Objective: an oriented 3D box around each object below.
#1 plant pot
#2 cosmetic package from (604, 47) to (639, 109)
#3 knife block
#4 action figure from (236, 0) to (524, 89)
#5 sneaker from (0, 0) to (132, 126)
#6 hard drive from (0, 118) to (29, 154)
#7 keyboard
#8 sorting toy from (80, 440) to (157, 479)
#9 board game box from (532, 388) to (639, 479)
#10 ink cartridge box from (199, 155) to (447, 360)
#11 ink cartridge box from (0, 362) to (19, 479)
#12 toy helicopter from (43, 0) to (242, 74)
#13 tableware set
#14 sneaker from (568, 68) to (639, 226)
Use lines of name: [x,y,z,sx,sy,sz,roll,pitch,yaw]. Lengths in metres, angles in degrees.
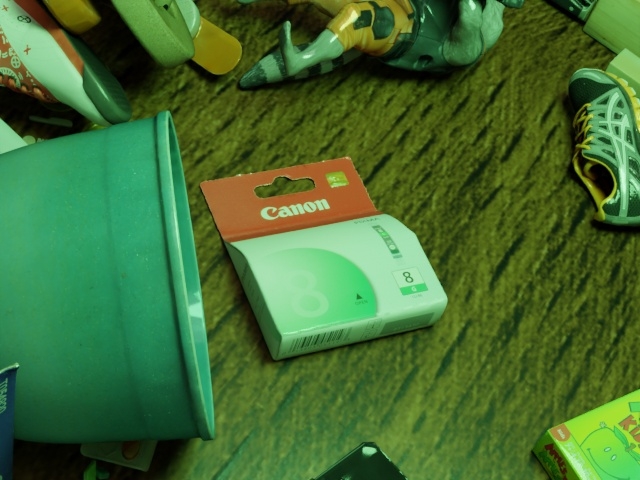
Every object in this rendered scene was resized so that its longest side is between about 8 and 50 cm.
plant pot: [-0.230,0.045,0.979,0.255,0.272,0.272,-8,55,-4]
cosmetic package: [0.389,-0.169,1.434,0.115,0.060,0.041,38,53,15]
knife block: [0.390,-0.282,1.503,0.242,0.088,0.276,2,54,-14]
action figure: [0.059,-0.266,1.390,0.330,0.179,0.341,-1,25,-24]
sneaker: [-0.317,-0.177,1.206,0.145,0.090,0.270,-42,80,4]
hard drive: [-0.440,-0.107,1.124,0.307,0.040,0.203,41,74,16]
keyboard: [0.064,0.265,1.039,0.108,0.023,0.180,-29,65,-39]
sorting toy: [-0.175,0.178,1.040,0.062,0.012,0.083,17,51,-4]
board game box: [0.302,0.196,1.143,0.181,0.043,0.092,-18,60,-27]
ink cartridge box: [0.000,0.000,1.201,0.181,0.056,0.225,-11,59,-23]
ink cartridge box: [-0.300,0.206,0.848,0.224,0.223,0.045,-32,68,-31]
toy helicopter: [-0.201,-0.311,1.302,0.140,0.235,0.355,-32,47,10]
tableware set: [-0.248,-0.125,1.240,0.104,0.024,0.154,10,51,-9]
sneaker: [0.321,-0.107,1.355,0.083,0.084,0.215,-8,57,-15]
